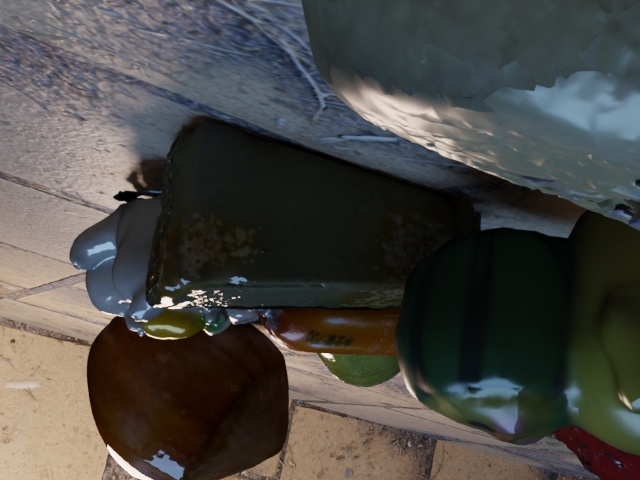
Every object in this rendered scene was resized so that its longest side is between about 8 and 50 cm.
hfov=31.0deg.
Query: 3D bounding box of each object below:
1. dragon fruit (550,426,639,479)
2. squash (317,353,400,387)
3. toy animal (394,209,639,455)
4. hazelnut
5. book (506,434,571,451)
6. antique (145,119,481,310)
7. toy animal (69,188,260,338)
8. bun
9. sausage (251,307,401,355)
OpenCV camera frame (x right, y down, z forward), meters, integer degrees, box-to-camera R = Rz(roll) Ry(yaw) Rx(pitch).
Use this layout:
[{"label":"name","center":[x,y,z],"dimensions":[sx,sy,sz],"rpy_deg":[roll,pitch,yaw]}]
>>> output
[{"label":"dragon fruit","center":[0.369,0.180,1.075],"dimensions":[0.302,0.240,0.330],"rpy_deg":[-15,-164,-20]},{"label":"squash","center":[0.041,0.089,1.324],"dimensions":[0.133,0.132,0.247],"rpy_deg":[11,168,11]},{"label":"toy animal","center":[0.226,0.067,0.885],"dimensions":[0.338,0.191,0.216],"rpy_deg":[1,163,22]},{"label":"hazelnut","center":[-0.223,0.255,1.968],"dimensions":[0.372,0.315,0.372],"rpy_deg":[41,-178,-2]},{"label":"book","center":[0.236,0.194,1.564],"dimensions":[0.232,0.022,0.162],"rpy_deg":[52,158,-11]},{"label":"antique","center":[0.000,0.000,1.010],"dimensions":[0.284,0.150,0.125],"rpy_deg":[8,168,-15]},{"label":"toy animal","center":[-0.148,0.026,1.215],"dimensions":[0.209,0.154,0.325],"rpy_deg":[2,178,4]},{"label":"bun","center":[0.129,-0.084,0.428],"dimensions":[0.273,0.168,0.273],"rpy_deg":[16,180,0]},{"label":"sausage","center":[0.056,0.072,1.161],"dimensions":[0.312,0.092,0.093],"rpy_deg":[5,175,-37]}]
